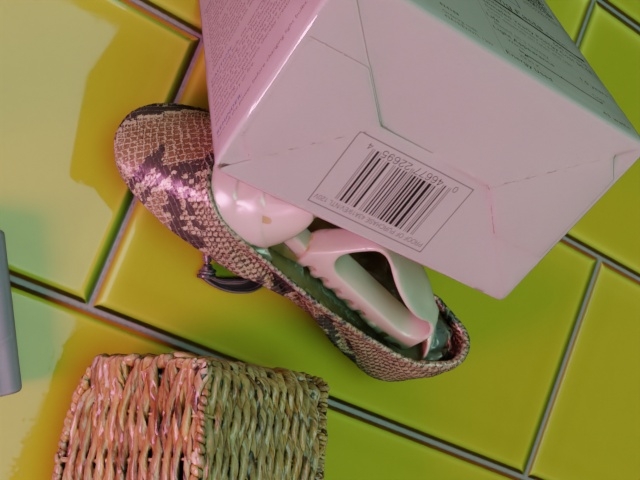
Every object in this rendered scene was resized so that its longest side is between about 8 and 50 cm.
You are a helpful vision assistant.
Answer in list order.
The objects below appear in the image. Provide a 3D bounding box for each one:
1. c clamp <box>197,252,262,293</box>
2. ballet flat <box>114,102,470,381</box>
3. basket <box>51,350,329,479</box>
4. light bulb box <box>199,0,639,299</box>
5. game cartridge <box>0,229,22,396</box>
[{"bbox_3d":[-0.115,-0.015,1.139,0.137,0.022,0.160,-7,94,-33],"label":"c clamp"},{"bbox_3d":[0.000,0.000,1.091,0.483,0.182,0.164,41,62,-26],"label":"ballet flat"},{"bbox_3d":[-0.140,0.277,1.043,0.223,0.213,0.299,20,69,-54],"label":"basket"},{"bbox_3d":[0.081,-0.186,1.016,0.358,0.361,0.225,25,121,-26],"label":"light bulb box"},{"bbox_3d":[-0.451,0.076,0.949,0.297,0.062,0.198,-8,100,-27],"label":"game cartridge"}]
